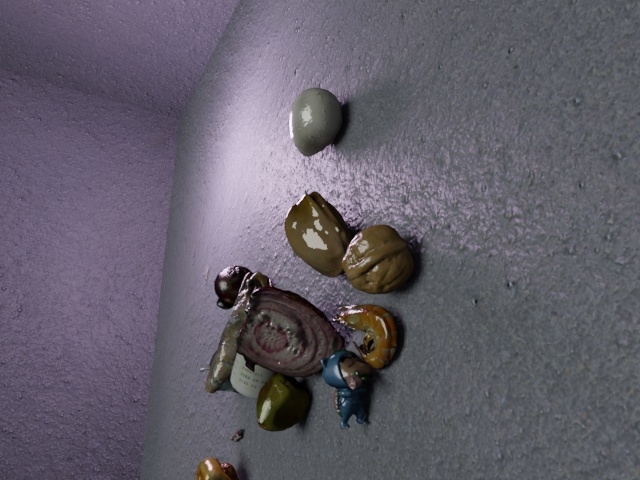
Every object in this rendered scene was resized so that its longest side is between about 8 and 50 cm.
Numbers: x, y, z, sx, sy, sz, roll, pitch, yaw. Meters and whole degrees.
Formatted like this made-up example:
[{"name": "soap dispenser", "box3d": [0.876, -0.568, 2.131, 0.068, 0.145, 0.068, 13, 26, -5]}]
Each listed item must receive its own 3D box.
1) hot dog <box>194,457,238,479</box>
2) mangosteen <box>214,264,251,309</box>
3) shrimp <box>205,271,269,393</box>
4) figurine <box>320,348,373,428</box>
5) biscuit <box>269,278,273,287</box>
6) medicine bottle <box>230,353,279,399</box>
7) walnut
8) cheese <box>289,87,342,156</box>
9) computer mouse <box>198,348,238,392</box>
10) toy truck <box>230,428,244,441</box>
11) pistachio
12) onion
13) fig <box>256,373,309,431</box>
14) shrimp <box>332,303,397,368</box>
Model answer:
[{"name": "hot dog", "box3d": [-0.354, 0.868, 1.771, 0.150, 0.153, 0.256, 38, 116, 56]}, {"name": "mangosteen", "box3d": [-0.329, 0.187, 1.987, 0.172, 0.173, 0.183, 51, 125, 57]}, {"name": "shrimp", "box3d": [-0.285, 0.311, 1.782, 0.445, 0.110, 0.221, -68, 9, -24]}, {"name": "figurine", "box3d": [0.077, 0.341, 1.209, 0.145, 0.114, 0.178, -25, 71, 52]}, {"name": "biscuit", "box3d": [-0.230, 0.278, 1.841, 0.232, 0.013, 0.236, -47, 36, 17]}, {"name": "medicine bottle", "box3d": [-0.164, 0.328, 1.597, 0.170, 0.170, 0.292, 42, 116, 60]}, {"name": "walnut", "box3d": [0.131, 0.046, 1.177, 0.167, 0.149, 0.166, 6, 100, 33]}, {"name": "cheese", "box3d": [-0.018, -0.382, 1.614, 0.189, 0.155, 0.197, -25, 58, 51]}, {"name": "computer mouse", "box3d": [-0.349, 0.475, 1.886, 0.380, 0.090, 0.167, -13, 67, 41]}, {"name": "toy truck", "box3d": [-0.301, 0.706, 1.872, 0.083, 0.024, 0.032, -52, 8, 46]}, {"name": "pistachio", "box3d": [0.000, 0.000, 1.438, 0.212, 0.163, 0.260, 101, 148, -48]}, {"name": "onion", "box3d": [-0.077, 0.241, 1.414, 0.146, 0.280, 0.314, -71, 5, -54]}, {"name": "fig", "box3d": [-0.113, 0.467, 1.475, 0.165, 0.154, 0.144, -58, -36, -42]}, {"name": "shrimp", "box3d": [0.105, 0.217, 1.243, 0.249, 0.068, 0.150, 17, 103, 62]}]
